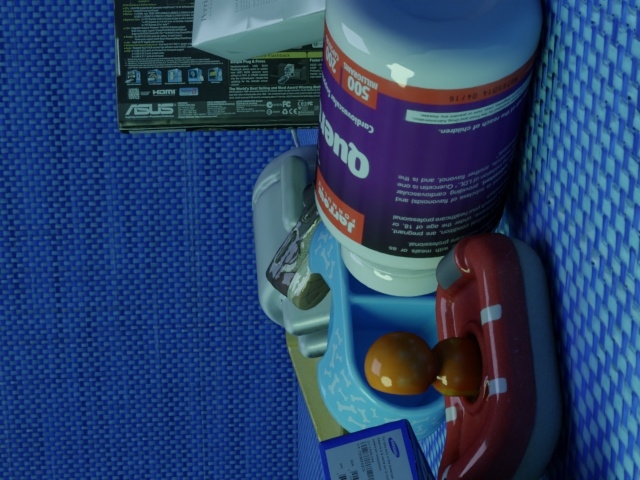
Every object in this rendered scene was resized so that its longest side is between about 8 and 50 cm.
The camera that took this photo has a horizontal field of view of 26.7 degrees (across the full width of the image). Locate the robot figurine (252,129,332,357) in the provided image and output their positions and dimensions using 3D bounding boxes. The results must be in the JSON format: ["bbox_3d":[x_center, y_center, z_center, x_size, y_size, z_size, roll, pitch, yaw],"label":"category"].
[{"bbox_3d":[0.000,0.000,2.049,0.300,0.200,0.353,67,-166,-55],"label":"robot figurine"}]

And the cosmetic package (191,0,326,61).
[{"bbox_3d":[-0.030,-0.443,1.749,0.284,0.097,0.377,-5,77,41],"label":"cosmetic package"}]

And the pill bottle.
[{"bbox_3d":[0.087,-0.099,1.213,0.323,0.181,0.181,94,172,-47],"label":"pill bottle"}]

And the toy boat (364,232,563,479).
[{"bbox_3d":[0.111,0.109,1.139,0.151,0.151,0.231,124,144,-66],"label":"toy boat"}]

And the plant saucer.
[{"bbox_3d":[0.021,0.211,2.237,0.333,0.081,0.333,91,162,-54],"label":"plant saucer"}]

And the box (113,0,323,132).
[{"bbox_3d":[-0.097,-0.314,1.921,0.097,0.395,0.318,-166,73,-85],"label":"box"}]

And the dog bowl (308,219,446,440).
[{"bbox_3d":[0.080,0.078,1.520,0.074,0.166,0.297,126,143,-62],"label":"dog bowl"}]

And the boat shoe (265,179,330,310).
[{"bbox_3d":[0.015,-0.045,1.848,0.285,0.092,0.103,-62,-22,6],"label":"boat shoe"}]

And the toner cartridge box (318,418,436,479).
[{"bbox_3d":[0.089,0.301,1.086,0.348,0.075,0.165,65,-168,-51],"label":"toner cartridge box"}]
